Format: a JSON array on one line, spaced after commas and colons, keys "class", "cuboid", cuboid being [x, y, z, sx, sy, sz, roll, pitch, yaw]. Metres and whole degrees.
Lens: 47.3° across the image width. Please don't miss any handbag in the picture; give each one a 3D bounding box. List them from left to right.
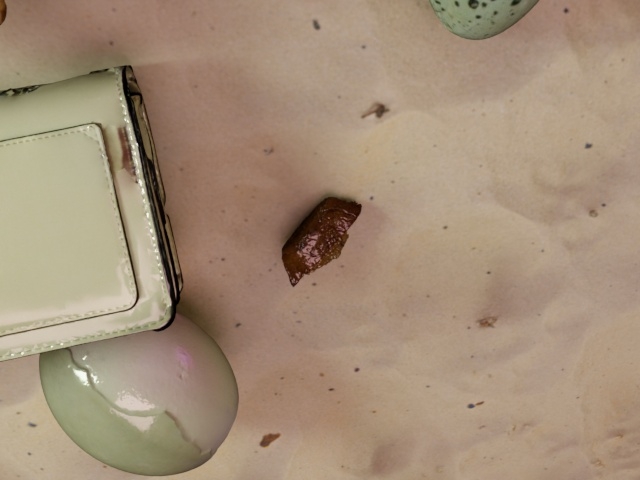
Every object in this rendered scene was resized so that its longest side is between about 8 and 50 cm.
[{"class": "handbag", "cuboid": [-0.324, -0.012, 0.669, 0.359, 0.160, 0.236, -11, 101, -5]}]

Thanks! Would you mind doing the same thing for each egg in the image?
[{"class": "egg", "cuboid": [-0.204, 0.157, 0.805, 0.183, 0.183, 0.217, -41, 129, 16]}, {"class": "egg", "cuboid": [0.146, -0.250, 0.637, 0.131, 0.131, 0.164, -5, 132, -9]}]

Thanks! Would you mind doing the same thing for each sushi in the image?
[{"class": "sushi", "cuboid": [0.001, 0.001, 0.819, 0.060, 0.061, 0.118, 40, 107, -19]}]

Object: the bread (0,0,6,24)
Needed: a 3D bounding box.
[{"class": "bread", "cuboid": [-0.342, -0.233, 0.458, 0.156, 0.204, 0.288, 4, 134, 33]}]
